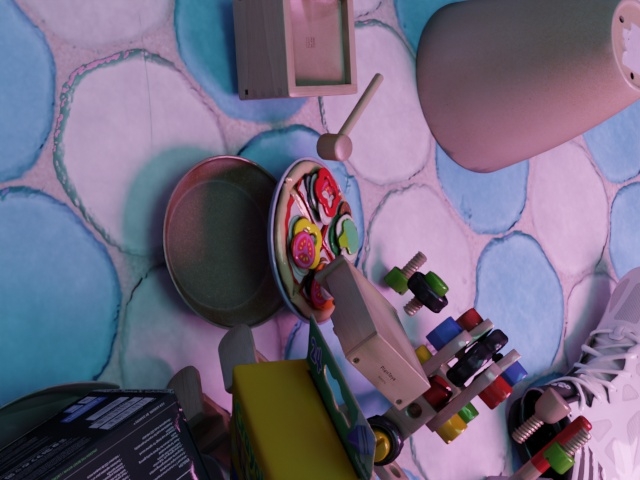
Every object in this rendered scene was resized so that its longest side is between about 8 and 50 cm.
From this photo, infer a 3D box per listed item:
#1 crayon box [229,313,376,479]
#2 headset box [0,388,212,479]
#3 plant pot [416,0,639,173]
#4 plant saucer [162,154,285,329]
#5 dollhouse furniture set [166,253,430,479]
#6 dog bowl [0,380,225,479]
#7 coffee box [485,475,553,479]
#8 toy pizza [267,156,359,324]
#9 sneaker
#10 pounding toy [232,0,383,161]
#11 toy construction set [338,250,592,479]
[{"bbox_3d":[-0.029,0.260,1.006,0.083,0.203,0.323,-4,119,-16],"label":"crayon box"},{"bbox_3d":[-0.190,0.304,0.864,0.246,0.131,0.283,-33,107,-41],"label":"headset box"},{"bbox_3d":[0.321,-0.239,1.465,0.256,0.274,0.257,7,79,-43],"label":"plant pot"},{"bbox_3d":[-0.105,0.004,1.192,0.198,0.036,0.199,8,79,-42],"label":"plant saucer"},{"bbox_3d":[-0.021,0.159,1.167,0.212,0.242,0.161,46,11,-29],"label":"dollhouse furniture set"},{"bbox_3d":[-0.243,0.304,0.975,0.348,0.102,0.349,8,78,-43],"label":"dog bowl"},{"bbox_3d":[0.311,0.490,1.460,0.297,0.118,0.168,55,51,-23],"label":"coffee box"},{"bbox_3d":[0.000,0.000,1.252,0.201,0.032,0.201,12,76,-61],"label":"toy pizza"},{"bbox_3d":[0.428,0.211,1.575,0.257,0.169,0.448,32,66,-38],"label":"sneaker"},{"bbox_3d":[-0.013,-0.198,1.276,0.181,0.094,0.206,-12,102,-49],"label":"pounding toy"},{"bbox_3d":[0.158,0.224,1.316,0.309,0.257,0.237,42,101,-13],"label":"toy construction set"}]
